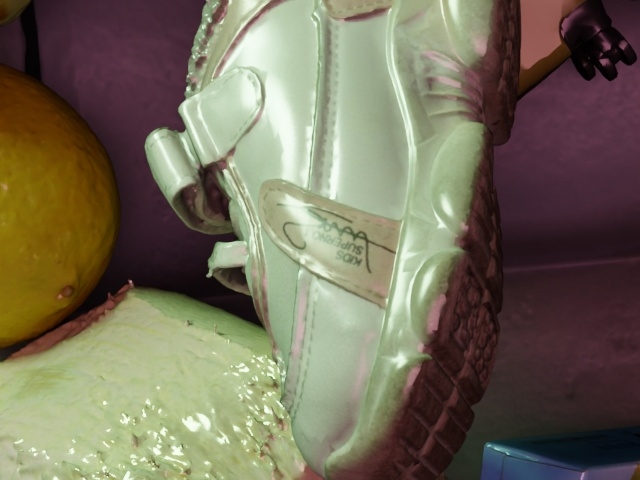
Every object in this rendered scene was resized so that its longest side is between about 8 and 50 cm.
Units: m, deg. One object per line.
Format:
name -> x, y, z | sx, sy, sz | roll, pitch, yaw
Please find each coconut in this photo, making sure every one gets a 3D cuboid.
coconut -> -0.100, 0.183, 1.110 | 0.297, 0.309, 0.297 | -12, 108, -42

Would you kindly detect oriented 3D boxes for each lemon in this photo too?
lemon -> -0.223, -0.027, 1.140 | 0.178, 0.178, 0.203 | -47, 70, 2

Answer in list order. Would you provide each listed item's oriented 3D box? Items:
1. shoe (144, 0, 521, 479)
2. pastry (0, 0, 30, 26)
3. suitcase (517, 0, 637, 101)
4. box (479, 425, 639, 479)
shoe -> 0.004, -0.030, 0.992 | 0.198, 0.172, 0.351 | 3, 63, 13
pastry -> -0.299, -0.286, 1.044 | 0.389, 0.312, 0.388 | -1, 99, -4
suitcase -> 0.059, -0.158, 1.155 | 0.194, 0.143, 0.235 | -37, 96, 2
box -> 0.194, 0.200, 1.158 | 0.232, 0.083, 0.142 | 3, 96, -46
